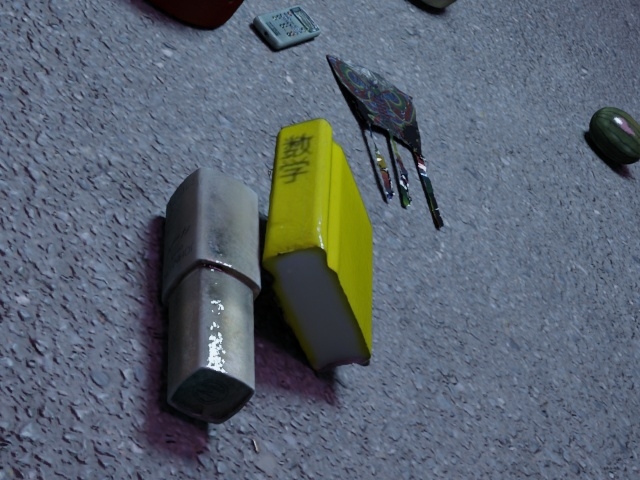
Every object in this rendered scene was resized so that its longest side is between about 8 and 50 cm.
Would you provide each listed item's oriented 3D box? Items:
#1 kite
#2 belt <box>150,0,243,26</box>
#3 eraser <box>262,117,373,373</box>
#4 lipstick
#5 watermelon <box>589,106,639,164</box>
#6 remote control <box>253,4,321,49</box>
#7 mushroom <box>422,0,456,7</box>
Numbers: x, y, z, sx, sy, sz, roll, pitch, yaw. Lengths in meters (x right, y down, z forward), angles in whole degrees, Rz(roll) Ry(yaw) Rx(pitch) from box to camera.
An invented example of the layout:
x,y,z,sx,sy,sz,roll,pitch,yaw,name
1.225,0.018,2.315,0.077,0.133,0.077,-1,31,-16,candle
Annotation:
x,y,z,sx,sy,sz,roll,pitch,yaw,name
0.094,-0.134,1.707,0.152,0.015,0.285,21,37,-33,kite
-0.185,-0.412,1.617,0.227,0.115,0.323,5,47,-48,belt
0.000,0.000,1.319,0.226,0.069,0.158,-87,157,-52,eraser
-0.099,0.045,1.196,0.077,0.079,0.253,28,34,-25,lipstick
0.486,-0.169,2.160,0.110,0.078,0.078,46,30,1,watermelon
-0.043,-0.276,1.714,0.053,0.018,0.124,49,31,6,remote control
0.183,-0.508,2.101,0.195,0.189,0.253,-4,58,-49,mushroom
